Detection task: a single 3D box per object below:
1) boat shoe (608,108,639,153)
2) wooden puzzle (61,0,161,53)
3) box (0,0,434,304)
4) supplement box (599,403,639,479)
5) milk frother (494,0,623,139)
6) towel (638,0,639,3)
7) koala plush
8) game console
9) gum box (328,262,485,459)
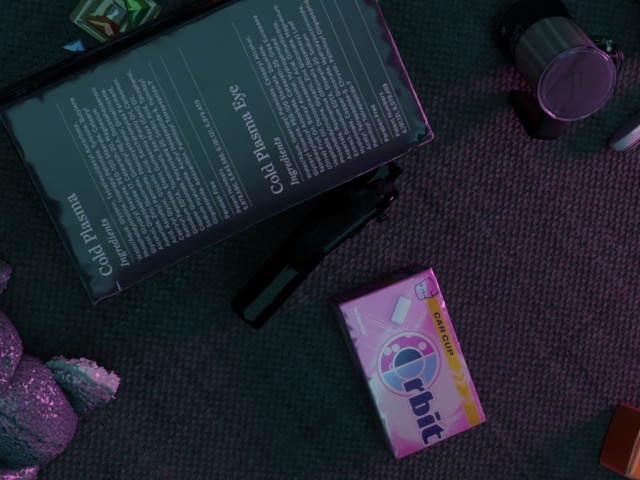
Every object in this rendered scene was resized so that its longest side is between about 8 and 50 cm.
[{"bbox_3d":[0.380,-0.137,1.425,0.142,0.049,0.040,-39,101,-8],"label":"boat shoe"},{"bbox_3d":[-0.208,-0.233,1.322,0.079,0.014,0.116,28,89,-11],"label":"wooden puzzle"},{"bbox_3d":[-0.114,-0.116,1.177,0.312,0.343,0.179,-27,103,-8],"label":"box"},{"bbox_3d":[0.438,0.254,1.452,0.233,0.078,0.080,20,87,-12],"label":"supplement box"},{"bbox_3d":[0.271,-0.180,1.356,0.143,0.134,0.129,-11,127,-7],"label":"milk frother"},{"bbox_3d":[0.500,-0.276,1.345,0.284,0.235,0.121,-10,90,-10],"label":"towel"},{"bbox_3d":[-0.324,0.142,1.252,0.196,0.203,0.221,-48,113,-4],"label":"koala plush"},{"bbox_3d":[0.000,0.000,1.203,0.044,0.361,0.213,42,87,-2],"label":"game console"},{"bbox_3d":[0.093,0.132,1.383,0.107,0.062,0.188,-21,98,-8],"label":"gum box"}]
